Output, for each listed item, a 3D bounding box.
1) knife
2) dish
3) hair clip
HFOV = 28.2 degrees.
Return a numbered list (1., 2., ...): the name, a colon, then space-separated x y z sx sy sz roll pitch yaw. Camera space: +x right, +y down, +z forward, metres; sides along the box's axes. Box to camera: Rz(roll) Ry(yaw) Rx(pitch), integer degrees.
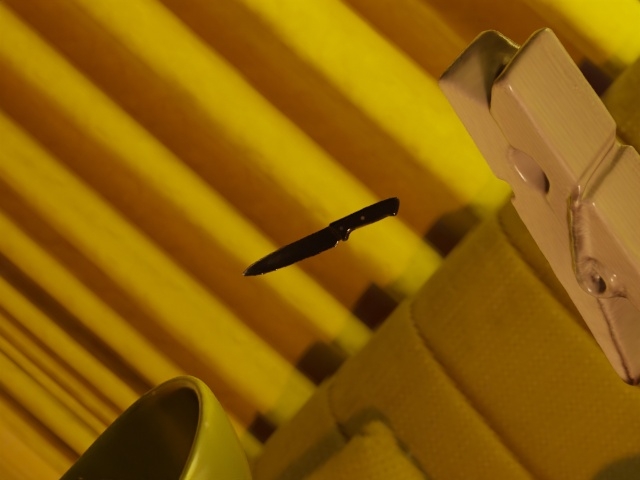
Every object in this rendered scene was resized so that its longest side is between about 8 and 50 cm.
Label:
1. knife: 0.000 0.000 1.197 0.170 0.023 0.010 -24 3 16
2. dish: -0.127 0.224 0.826 0.262 0.108 0.221 -44 17 14
3. hair clip: 0.213 -0.018 0.967 0.085 0.330 0.101 -45 25 -19
